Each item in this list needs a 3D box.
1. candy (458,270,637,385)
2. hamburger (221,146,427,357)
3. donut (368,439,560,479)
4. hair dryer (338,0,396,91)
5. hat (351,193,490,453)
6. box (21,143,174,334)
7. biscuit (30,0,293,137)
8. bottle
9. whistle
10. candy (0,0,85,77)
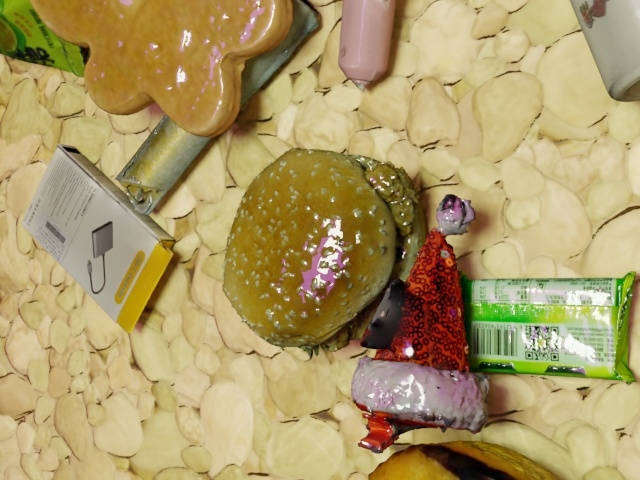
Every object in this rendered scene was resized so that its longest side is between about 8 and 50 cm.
[{"bbox_3d":[0.196,0.077,0.753,0.178,0.032,0.102,-2,84,33],"label":"candy"},{"bbox_3d":[0.000,0.000,0.824,0.189,0.122,0.215,44,108,27],"label":"hamburger"},{"bbox_3d":[0.136,0.293,0.714,0.253,0.118,0.254,-4,84,48],"label":"donut"},{"bbox_3d":[0.069,-0.311,0.775,0.210,0.125,0.353,-141,50,-57],"label":"hair dryer"},{"bbox_3d":[0.092,0.068,0.739,0.128,0.140,0.228,6,85,50],"label":"hat"},{"bbox_3d":[-0.280,-0.004,1.048,0.247,0.033,0.129,40,108,26],"label":"box"},{"bbox_3d":[-0.192,-0.275,0.907,0.355,0.052,0.275,38,108,20],"label":"biscuit"},{"bbox_3d":[0.250,-0.240,0.684,0.110,0.110,0.233,-25,75,29],"label":"bottle"},{"bbox_3d":[-0.127,-0.156,0.943,0.326,0.057,0.068,-45,67,23],"label":"whistle"},{"bbox_3d":[-0.406,-0.291,1.095,0.246,0.149,0.069,19,56,29],"label":"candy"}]
